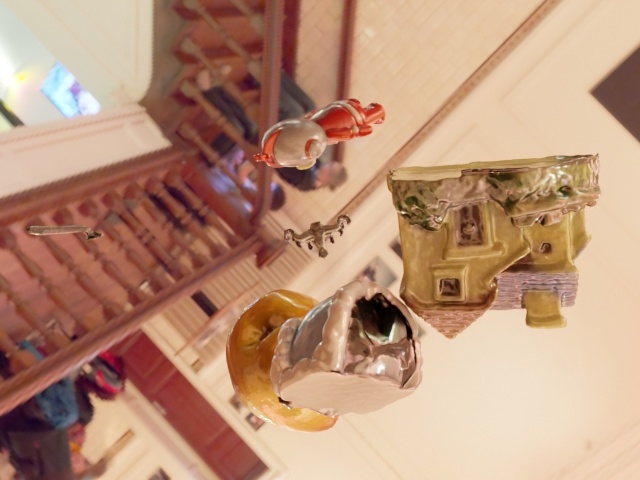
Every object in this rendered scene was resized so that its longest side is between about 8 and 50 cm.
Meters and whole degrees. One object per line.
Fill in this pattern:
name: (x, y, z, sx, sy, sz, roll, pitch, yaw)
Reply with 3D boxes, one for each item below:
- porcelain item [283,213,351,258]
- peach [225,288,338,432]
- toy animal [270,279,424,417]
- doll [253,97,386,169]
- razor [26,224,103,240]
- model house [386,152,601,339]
porcelain item: (0.000, 0.000, 1.659, 0.136, 0.075, 0.021, -14, 169, 1)
peach: (-0.065, 0.277, 1.925, 0.289, 0.308, 0.289, -19, -137, 19)
toy animal: (0.032, 0.159, 1.250, 0.208, 0.156, 0.204, 21, 139, -39)
doll: (-0.008, -0.169, 1.357, 0.245, 0.076, 0.142, -32, -146, -33)
razor: (-0.619, -0.024, 2.056, 0.066, 0.033, 0.190, -11, 170, 38)
model house: (0.256, 0.010, 1.271, 0.321, 0.266, 0.261, -3, -170, 10)
